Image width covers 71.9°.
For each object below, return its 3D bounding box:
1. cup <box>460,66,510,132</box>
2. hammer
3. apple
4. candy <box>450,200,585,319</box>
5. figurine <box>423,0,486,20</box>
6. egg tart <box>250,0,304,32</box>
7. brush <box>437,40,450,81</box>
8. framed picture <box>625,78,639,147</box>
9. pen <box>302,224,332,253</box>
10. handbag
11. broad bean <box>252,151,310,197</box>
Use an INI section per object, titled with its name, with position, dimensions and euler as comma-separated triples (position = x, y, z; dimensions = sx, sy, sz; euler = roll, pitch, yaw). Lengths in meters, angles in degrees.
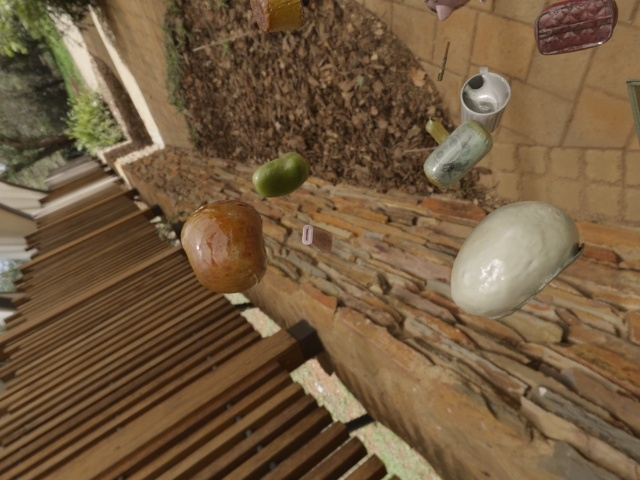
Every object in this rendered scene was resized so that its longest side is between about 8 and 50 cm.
[cup]
position = 0.622, -0.521, 1.654
dimensions = 0.167, 0.221, 0.202
euler = 31, 176, 20
[hammer]
position = 0.370, -0.295, 1.297
dimensions = 0.113, 0.202, 0.305
euler = 33, -152, -27
[apple]
position = -0.392, 0.024, 1.811
dimensions = 0.400, 0.334, 0.399
euler = 175, 90, -87
[candy]
position = 0.388, 0.034, 0.914
dimensions = 0.185, 0.296, 0.295
euler = 51, 157, 14
[figurine]
position = 0.380, -0.710, 1.167
dimensions = 0.176, 0.287, 0.186
euler = 44, 179, -15
[egg tart]
position = -0.168, -0.919, 1.736
dimensions = 0.215, 0.171, 0.215
euler = 54, 165, 22
[brush]
position = 0.344, -0.504, 1.223
dimensions = 0.015, 0.169, 0.043
euler = 14, 145, 9
[framed picture]
position = 0.839, -0.239, 0.953
dimensions = 0.247, 0.022, 0.335
euler = 58, 175, -23
[pen]
position = 0.000, 0.000, 0.970
dimensions = 0.197, 0.032, 0.053
euler = 21, -108, -75
[handbag]
position = 0.787, -0.668, 1.368
dimensions = 0.225, 0.135, 0.146
euler = 3, 125, 32
[broad bean]
position = -0.112, -0.191, 1.301
dimensions = 0.124, 0.175, 0.082
euler = 62, 180, -40
